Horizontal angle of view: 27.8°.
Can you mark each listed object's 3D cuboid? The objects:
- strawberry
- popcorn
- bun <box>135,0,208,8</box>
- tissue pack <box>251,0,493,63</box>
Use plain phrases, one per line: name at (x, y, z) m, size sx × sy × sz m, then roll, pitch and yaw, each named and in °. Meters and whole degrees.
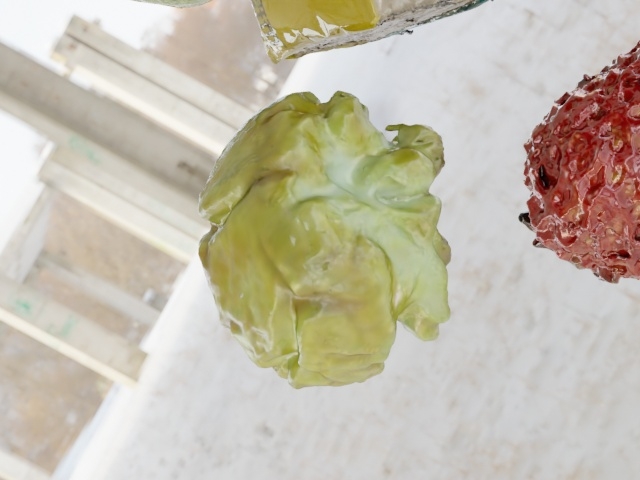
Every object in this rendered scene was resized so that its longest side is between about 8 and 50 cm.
strawberry at (0.265, -0.075, 1.099) m, size 0.111 × 0.190 × 0.236 m, roll -18°, pitch -41°, yaw -62°
popcorn at (0.000, 0.000, 0.972) m, size 0.204 × 0.184 × 0.221 m, roll 137°, pitch 126°, yaw -66°
bun at (-0.171, -0.282, 1.164) m, size 0.204 × 0.212 × 0.126 m, roll 80°, pitch -152°, yaw -64°
tissue pack at (0.004, -0.283, 0.983) m, size 0.134 × 0.271 × 0.192 m, roll -19°, pitch 6°, yaw -27°
